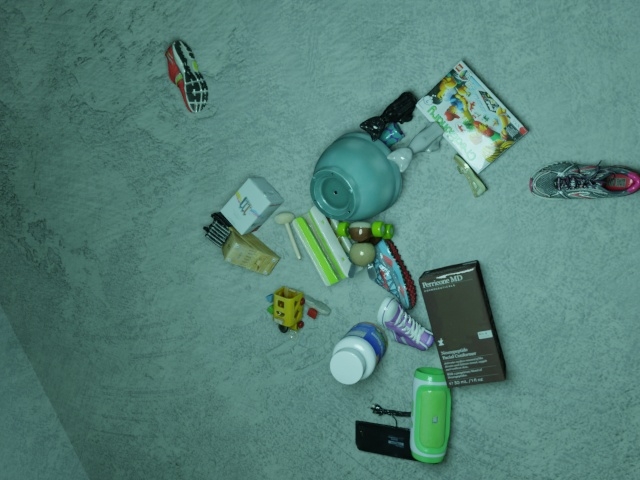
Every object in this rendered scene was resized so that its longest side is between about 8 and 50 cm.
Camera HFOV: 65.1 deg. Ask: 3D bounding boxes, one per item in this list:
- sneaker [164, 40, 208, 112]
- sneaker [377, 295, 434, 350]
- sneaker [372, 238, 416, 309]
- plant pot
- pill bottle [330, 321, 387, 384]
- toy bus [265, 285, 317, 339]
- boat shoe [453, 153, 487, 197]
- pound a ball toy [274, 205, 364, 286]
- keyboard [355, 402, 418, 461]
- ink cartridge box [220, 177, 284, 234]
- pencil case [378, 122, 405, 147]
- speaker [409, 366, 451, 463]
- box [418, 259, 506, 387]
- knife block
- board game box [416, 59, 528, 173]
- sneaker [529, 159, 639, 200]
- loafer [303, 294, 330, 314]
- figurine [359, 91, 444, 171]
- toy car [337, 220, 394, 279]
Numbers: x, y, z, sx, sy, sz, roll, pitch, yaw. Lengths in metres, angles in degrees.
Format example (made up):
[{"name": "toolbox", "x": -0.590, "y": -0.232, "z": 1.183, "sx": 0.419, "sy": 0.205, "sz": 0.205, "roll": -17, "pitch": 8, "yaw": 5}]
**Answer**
[{"name": "sneaker", "x": -0.516, "y": -0.611, "z": 1.910, "sx": 0.118, "sy": 0.107, "sz": 0.279, "roll": -17, "pitch": 89, "yaw": 40}, {"name": "sneaker", "x": 0.293, "y": 0.278, "z": 1.645, "sx": 0.161, "sy": 0.282, "sz": 0.102, "roll": 19, "pitch": 71, "yaw": 34}, {"name": "sneaker", "x": 0.240, "y": 0.126, "z": 1.739, "sx": 0.125, "sy": 0.104, "sz": 0.261, "roll": -28, "pitch": 78, "yaw": 27}, {"name": "plant pot", "x": 0.088, "y": -0.182, "z": 1.627, "sx": 0.293, "sy": 0.196, "sz": 0.293, "roll": 21, "pitch": 128, "yaw": 29}, {"name": "pill bottle", "x": 0.129, "y": 0.386, "z": 1.716, "sx": 0.152, "sy": 0.272, "sz": 0.152, "roll": 3, "pitch": 100, "yaw": 20}, {"name": "toy bus", "x": -0.127, "y": 0.275, "z": 1.862, "sx": 0.191, "sy": 0.104, "sz": 0.202, "roll": -39, "pitch": 84, "yaw": 35}, {"name": "boat shoe", "x": 0.473, "y": -0.210, "z": 1.617, "sx": 0.048, "sy": 0.056, "sz": 0.153, "roll": -38, "pitch": 93, "yaw": 20}, {"name": "pound a ball toy", "x": 0.000, "y": 0.000, "z": 1.799, "sx": 0.208, "sy": 0.136, "sz": 0.319, "roll": -31, "pitch": 87, "yaw": 47}, {"name": "keyboard", "x": 0.280, "y": 0.701, "z": 1.839, "sx": 0.317, "sy": 0.033, "sz": 0.201, "roll": 3, "pitch": 100, "yaw": 19}, {"name": "ink cartridge box", "x": -0.250, "y": -0.130, "z": 1.853, "sx": 0.176, "sy": 0.128, "sz": 0.127, "roll": -44, "pitch": 82, "yaw": 19}, {"name": "pencil case", "x": 0.210, "y": -0.326, "z": 1.689, "sx": 0.152, "sy": 0.070, "sz": 0.064, "roll": -38, "pitch": 41, "yaw": 22}, {"name": "speaker", "x": 0.375, "y": 0.595, "z": 1.719, "sx": 0.131, "sy": 0.131, "sz": 0.296, "roll": 3, "pitch": 90, "yaw": 20}, {"name": "box", "x": 0.469, "y": 0.274, "z": 1.648, "sx": 0.191, "sy": 0.143, "sz": 0.381, "roll": -16, "pitch": 91, "yaw": 22}, {"name": "knife block", "x": -0.309, "y": -0.001, "z": 1.931, "sx": 0.276, "sy": 0.242, "sz": 0.088, "roll": 23, "pitch": 113, "yaw": -32}, {"name": "board game box", "x": 0.474, "y": -0.388, "z": 1.588, "sx": 0.193, "sy": 0.053, "sz": 0.305, "roll": -43, "pitch": 82, "yaw": 21}, {"name": "sneaker", "x": 0.777, "y": -0.179, "z": 1.478, "sx": 0.299, "sy": 0.112, "sz": 0.120, "roll": -2, "pitch": 97, "yaw": 21}, {"name": "loafer", "x": -0.018, "y": 0.247, "z": 1.877, "sx": 0.125, "sy": 0.045, "sz": 0.039, "roll": 29, "pitch": 124, "yaw": 21}, {"name": "figurine", "x": 0.256, "y": -0.336, "z": 1.582, "sx": 0.215, "sy": 0.209, "sz": 0.092, "roll": 50, "pitch": 154, "yaw": 6}, {"name": "toy car", "x": 0.147, "y": 0.035, "z": 1.661, "sx": 0.155, "sy": 0.149, "sz": 0.188, "roll": 0, "pitch": 85, "yaw": 30}]
